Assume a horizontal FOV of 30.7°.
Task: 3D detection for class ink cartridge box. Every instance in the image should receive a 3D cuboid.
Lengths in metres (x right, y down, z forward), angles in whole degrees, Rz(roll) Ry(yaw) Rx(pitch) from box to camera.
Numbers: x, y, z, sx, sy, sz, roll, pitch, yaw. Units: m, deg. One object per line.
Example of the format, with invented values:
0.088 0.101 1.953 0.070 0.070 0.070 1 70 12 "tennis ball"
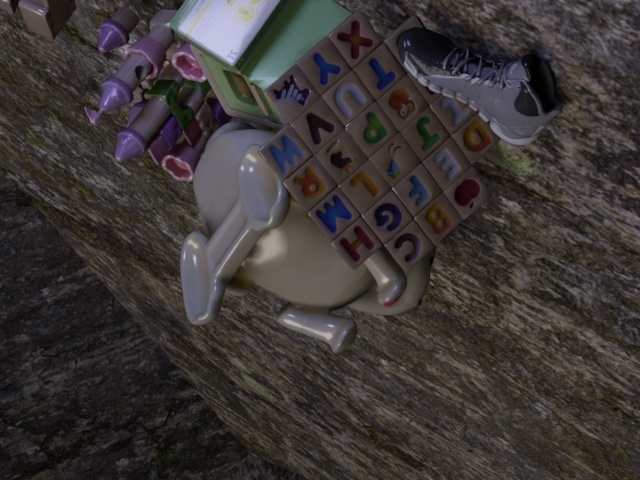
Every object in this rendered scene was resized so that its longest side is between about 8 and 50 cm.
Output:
-0.073 -0.309 1.663 0.235 0.171 0.056 34 178 15 "ink cartridge box"

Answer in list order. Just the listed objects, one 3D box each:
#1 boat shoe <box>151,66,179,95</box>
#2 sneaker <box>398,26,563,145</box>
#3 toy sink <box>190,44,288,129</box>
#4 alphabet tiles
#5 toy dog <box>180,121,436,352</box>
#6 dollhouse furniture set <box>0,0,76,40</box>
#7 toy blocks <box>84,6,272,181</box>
-0.298 -0.301 2.185 0.137 0.049 0.043 37 159 -5 "boat shoe"
0.219 -0.224 1.506 0.229 0.086 0.132 33 153 -9 "sneaker"
-0.061 -0.260 1.787 0.234 0.131 0.152 20 151 38 "toy sink"
0.087 -0.132 1.612 0.342 0.285 0.011 51 174 -24 "alphabet tiles"
0.000 0.000 1.854 0.408 0.284 0.395 18 -155 -31 "toy dog"
-0.475 -0.515 1.758 0.303 0.286 0.198 24 154 9 "dollhouse furniture set"
-0.282 -0.214 1.983 0.309 0.260 0.288 11 145 31 "toy blocks"
